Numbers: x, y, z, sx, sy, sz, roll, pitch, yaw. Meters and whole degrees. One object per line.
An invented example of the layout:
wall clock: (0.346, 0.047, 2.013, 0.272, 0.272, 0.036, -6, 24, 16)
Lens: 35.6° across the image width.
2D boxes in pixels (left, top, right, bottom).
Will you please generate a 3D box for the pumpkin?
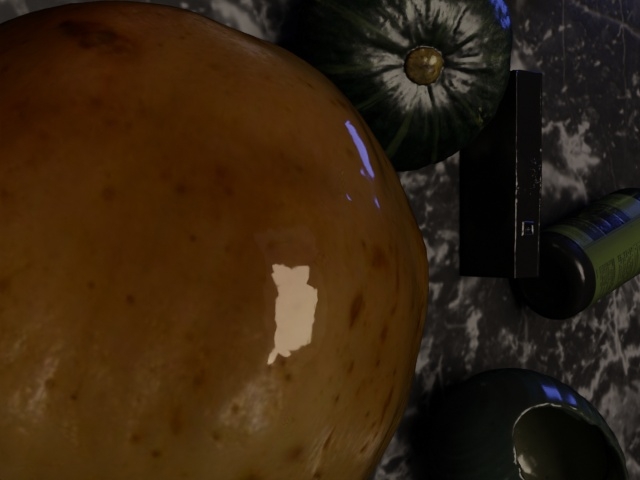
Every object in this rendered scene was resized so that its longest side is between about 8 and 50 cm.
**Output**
pumpkin: (0.075, -0.170, 0.924, 0.211, 0.152, 0.212, -2, 99, -10)

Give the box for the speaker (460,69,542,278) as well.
speaker: (0.191, -0.069, 1.067, 0.044, 0.082, 0.218, 1, 91, -40)

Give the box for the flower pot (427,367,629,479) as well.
flower pot: (0.214, 0.238, 1.035, 0.243, 0.157, 0.189, 48, 63, -30)

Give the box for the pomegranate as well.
pomegranate: (-0.120, 0.061, 0.637, 0.410, 0.410, 0.410, 0, 90, -40)

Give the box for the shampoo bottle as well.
shampoo bottle: (0.348, -0.002, 1.181, 0.283, 0.101, 0.101, -24, 105, -37)
